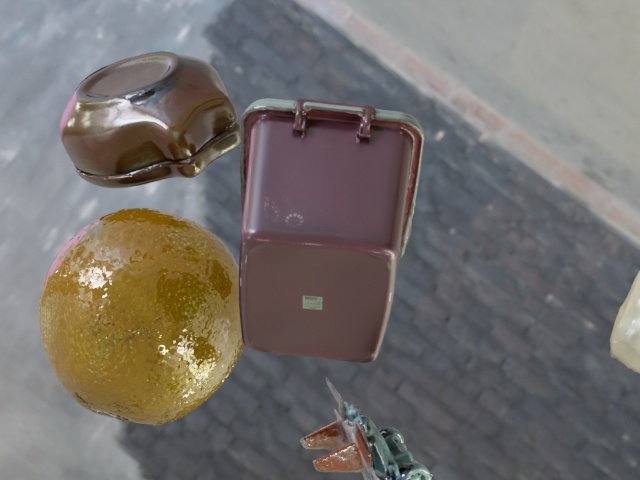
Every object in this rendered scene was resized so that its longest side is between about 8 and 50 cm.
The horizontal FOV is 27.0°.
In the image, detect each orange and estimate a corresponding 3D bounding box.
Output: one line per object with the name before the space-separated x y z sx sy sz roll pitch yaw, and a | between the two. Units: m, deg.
orange | -0.223 0.095 1.685 0.274 0.274 0.274 36 171 7

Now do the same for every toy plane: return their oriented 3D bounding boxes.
toy plane | 0.092 0.313 1.590 0.326 0.104 0.223 57 177 -28

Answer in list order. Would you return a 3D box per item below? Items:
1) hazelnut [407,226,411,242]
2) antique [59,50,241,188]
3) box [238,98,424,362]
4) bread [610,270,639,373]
hazelnut | 0.041 -0.013 1.668 0.143 0.143 0.154 37 -173 5
antique | -0.232 -0.165 1.784 0.278 0.223 0.129 18 137 50
box | 0.000 0.000 1.417 0.193 0.167 0.294 7 147 2
bread | 0.458 0.004 0.996 0.279 0.390 0.371 39 -168 36
